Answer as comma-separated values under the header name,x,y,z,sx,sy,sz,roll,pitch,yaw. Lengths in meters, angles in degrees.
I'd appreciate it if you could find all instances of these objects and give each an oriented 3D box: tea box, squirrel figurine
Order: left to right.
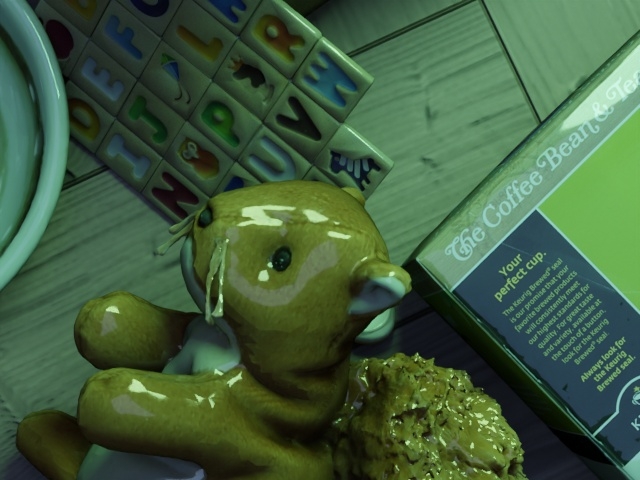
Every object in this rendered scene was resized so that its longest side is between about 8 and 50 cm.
name,x,y,z,sx,sy,sz,roll,pitch,yaw
squirrel figurine,-0.018,0.141,1.400,0.397,0.281,0.370,25,103,-16
tea box,0.297,0.021,1.457,0.329,0.220,0.323,-43,89,-4

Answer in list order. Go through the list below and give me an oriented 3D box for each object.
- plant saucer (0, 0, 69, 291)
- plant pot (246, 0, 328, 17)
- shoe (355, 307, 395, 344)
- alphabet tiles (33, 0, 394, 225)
name,x,y,z,sx,sy,sz,roll,pitch,yaw
plant saucer,-0.424,-0.093,1.511,0.401,0.100,0.400,0,86,-1
plant pot,-0.021,-0.304,1.495,0.230,0.215,0.215,-26,87,-20
shoe,0.000,0.000,1.533,0.076,0.058,0.219,-30,87,-3
alphabet tiles,-0.105,-0.125,1.459,0.342,0.285,0.011,40,45,1
